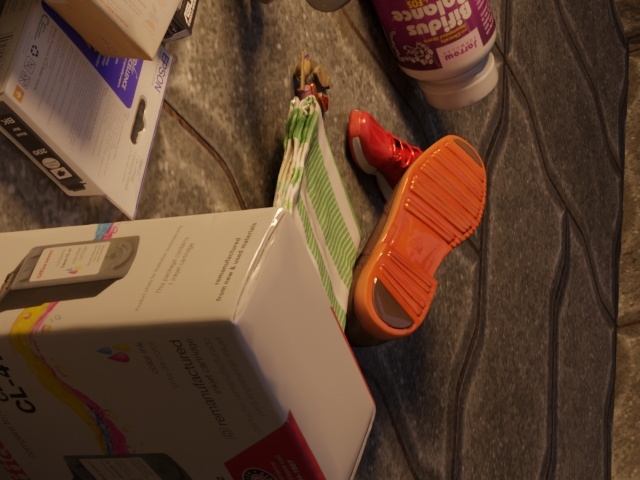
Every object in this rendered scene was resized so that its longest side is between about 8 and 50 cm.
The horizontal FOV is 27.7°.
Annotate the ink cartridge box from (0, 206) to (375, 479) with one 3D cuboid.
[{"bbox_3d":[-0.139,0.105,1.024,0.131,0.306,0.226,-70,144,-44],"label":"ink cartridge box"}]

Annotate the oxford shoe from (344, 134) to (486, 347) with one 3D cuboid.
[{"bbox_3d":[0.115,-0.005,1.783,0.130,0.133,0.363,43,54,-12],"label":"oxford shoe"}]

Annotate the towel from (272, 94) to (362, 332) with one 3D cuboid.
[{"bbox_3d":[0.000,0.000,1.559,0.325,0.038,0.248,-83,159,-55],"label":"towel"}]

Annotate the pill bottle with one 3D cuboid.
[{"bbox_3d":[0.175,-0.354,2.000,0.169,0.169,0.301,-72,145,-43],"label":"pill bottle"}]

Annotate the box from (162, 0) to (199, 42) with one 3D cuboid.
[{"bbox_3d":[-0.190,-0.391,1.317,0.242,0.076,0.307,52,39,-49],"label":"box"}]

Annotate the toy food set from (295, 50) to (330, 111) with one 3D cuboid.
[{"bbox_3d":[-0.014,-0.204,1.732,0.122,0.019,0.078,40,49,-67],"label":"toy food set"}]

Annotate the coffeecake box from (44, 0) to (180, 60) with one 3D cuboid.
[{"bbox_3d":[-0.176,-0.279,1.162,0.142,0.068,0.185,44,63,-51],"label":"coffeecake box"}]

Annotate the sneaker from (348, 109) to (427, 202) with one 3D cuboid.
[{"bbox_3d":[0.130,-0.128,1.892,0.221,0.128,0.087,46,43,-55],"label":"sneaker"}]

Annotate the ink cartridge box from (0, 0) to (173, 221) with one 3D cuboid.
[{"bbox_3d":[-0.224,-0.153,1.217,0.208,0.045,0.206,50,40,-47],"label":"ink cartridge box"}]

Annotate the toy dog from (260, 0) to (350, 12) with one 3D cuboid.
[{"bbox_3d":[-0.010,-0.446,1.516,0.161,0.220,0.333,-22,110,-20],"label":"toy dog"}]
